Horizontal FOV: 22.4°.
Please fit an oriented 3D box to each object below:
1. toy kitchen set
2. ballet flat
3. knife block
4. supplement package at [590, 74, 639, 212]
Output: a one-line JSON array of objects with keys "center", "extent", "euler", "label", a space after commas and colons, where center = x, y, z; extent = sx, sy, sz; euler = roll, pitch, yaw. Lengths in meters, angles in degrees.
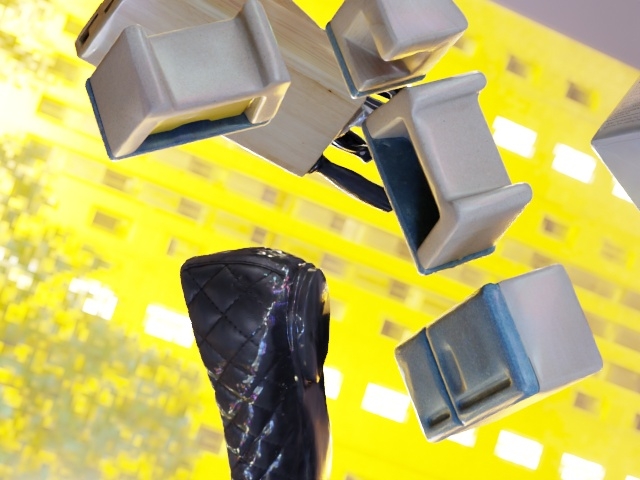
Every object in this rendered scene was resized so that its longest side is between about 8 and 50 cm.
[{"center": [0.000, 0.000, 0.750], "extent": [0.207, 0.166, 0.122], "euler": [69, -22, 11], "label": "toy kitchen set"}, {"center": [-0.024, 0.076, 0.596], "extent": [0.057, 0.049, 0.173], "euler": [-58, 154, -57], "label": "ballet flat"}, {"center": [-0.027, -0.111, 1.251], "extent": [0.088, 0.242, 0.276], "euler": [-51, 166, 20], "label": "knife block"}, {"center": [0.276, -0.050, 0.755], "extent": [0.203, 0.194, 0.149], "euler": [-50, -158, -27], "label": "supplement package"}]
